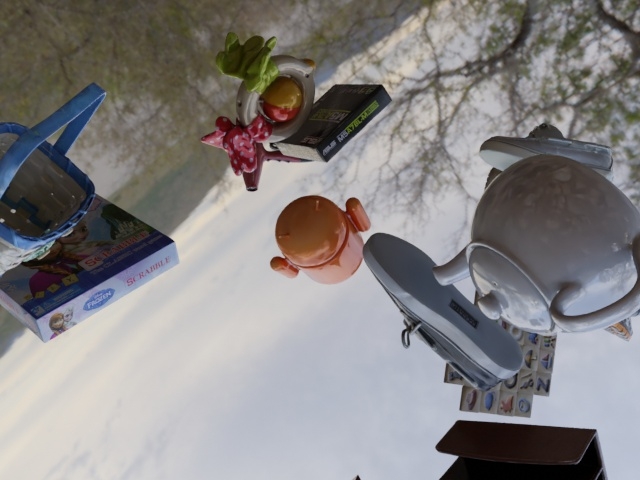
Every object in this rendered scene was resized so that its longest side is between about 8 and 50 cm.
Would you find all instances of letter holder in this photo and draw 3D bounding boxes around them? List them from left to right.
[{"bbox_3d":[0.367,0.471,1.414,0.302,0.152,0.214,-7,-167,40],"label":"letter holder"}]

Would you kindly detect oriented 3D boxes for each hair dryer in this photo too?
[{"bbox_3d":[-0.148,-0.268,2.252,0.293,0.224,0.080,-52,173,-21],"label":"hair dryer"}]

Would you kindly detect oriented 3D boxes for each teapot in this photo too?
[{"bbox_3d":[0.275,0.030,0.913,0.187,0.252,0.256,-40,155,-13],"label":"teapot"}]

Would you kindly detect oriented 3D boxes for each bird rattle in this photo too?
[{"bbox_3d":[-0.094,-0.244,1.326,0.207,0.253,0.143,-12,-153,-35],"label":"bird rattle"}]

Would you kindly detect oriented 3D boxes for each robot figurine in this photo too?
[{"bbox_3d":[0.001,-0.002,1.260,0.158,0.219,0.128,-2,-110,20],"label":"robot figurine"}]

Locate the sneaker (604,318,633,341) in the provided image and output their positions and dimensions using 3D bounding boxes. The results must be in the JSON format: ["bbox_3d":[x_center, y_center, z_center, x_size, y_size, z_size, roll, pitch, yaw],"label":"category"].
[{"bbox_3d":[0.692,0.167,1.716,0.084,0.215,0.083,26,-103,44],"label":"sneaker"}]

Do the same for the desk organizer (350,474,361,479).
[{"bbox_3d":[0.070,0.564,1.610,0.050,0.047,0.130,-58,178,-37],"label":"desk organizer"}]

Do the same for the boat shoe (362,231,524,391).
[{"bbox_3d":[0.174,0.117,1.159,0.105,0.306,0.113,-50,-178,40],"label":"boat shoe"}]

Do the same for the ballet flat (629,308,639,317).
[{"bbox_3d":[0.600,0.114,1.342,0.114,0.041,0.041,-57,-179,37],"label":"ballet flat"}]

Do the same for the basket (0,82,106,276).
[{"bbox_3d":[-0.443,-0.096,1.100,0.289,0.201,0.254,-49,-170,32],"label":"basket"}]

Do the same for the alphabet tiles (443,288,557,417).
[{"bbox_3d":[0.431,0.267,1.725,0.011,0.343,0.285,-2,-103,58],"label":"alphabet tiles"}]

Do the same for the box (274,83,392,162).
[{"bbox_3d":[0.020,-0.232,1.423,0.184,0.045,0.191,-42,-153,-14],"label":"box"}]

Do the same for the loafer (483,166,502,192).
[{"bbox_3d":[0.440,-0.115,1.530,0.092,0.101,0.269,30,-149,34],"label":"loafer"}]

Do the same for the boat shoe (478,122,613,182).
[{"bbox_3d":[0.364,-0.143,1.179,0.079,0.228,0.081,143,-42,-75],"label":"boat shoe"}]

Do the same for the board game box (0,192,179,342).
[{"bbox_3d":[-0.515,0.036,1.505,0.318,0.065,0.319,26,-135,34],"label":"board game box"}]
